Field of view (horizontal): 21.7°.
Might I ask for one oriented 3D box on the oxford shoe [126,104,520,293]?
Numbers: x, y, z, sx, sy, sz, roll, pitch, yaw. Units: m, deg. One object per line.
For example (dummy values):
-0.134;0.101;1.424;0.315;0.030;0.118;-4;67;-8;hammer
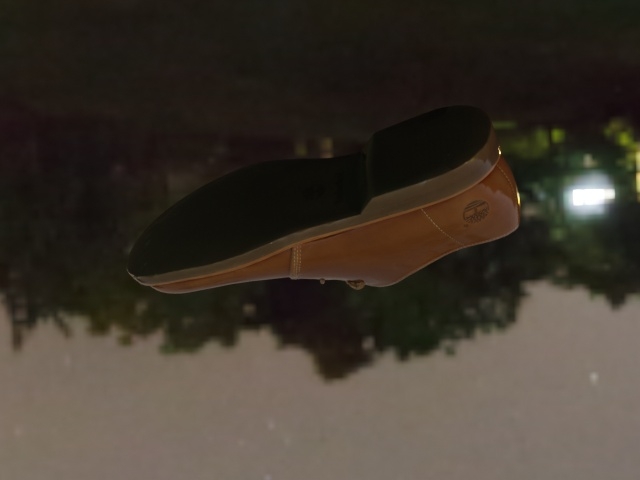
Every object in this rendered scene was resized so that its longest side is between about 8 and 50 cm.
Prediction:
0.000;0.000;0.847;0.212;0.076;0.076;-13;-140;24;oxford shoe
